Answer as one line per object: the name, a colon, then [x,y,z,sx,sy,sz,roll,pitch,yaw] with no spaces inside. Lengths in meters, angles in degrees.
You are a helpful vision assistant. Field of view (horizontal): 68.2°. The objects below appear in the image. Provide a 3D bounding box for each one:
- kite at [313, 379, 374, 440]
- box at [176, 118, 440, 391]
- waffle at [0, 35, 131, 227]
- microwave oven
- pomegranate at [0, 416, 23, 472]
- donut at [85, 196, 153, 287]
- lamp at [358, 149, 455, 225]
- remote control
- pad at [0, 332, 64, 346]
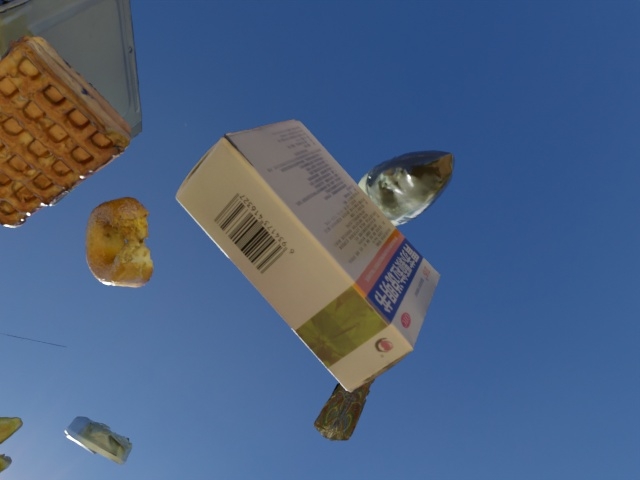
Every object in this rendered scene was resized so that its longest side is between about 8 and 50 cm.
kite: [0.086,0.263,0.941,0.286,0.015,0.152,-57,-41,-13]
box: [0.000,0.000,0.586,0.106,0.200,0.299,-41,-90,29]
waffle: [-0.238,-0.082,0.377,0.148,0.042,0.102,-28,-54,17]
microwave oven: [-0.427,-0.258,0.584,0.354,0.219,0.286,24,-43,6]
pomegranate: [-0.374,0.196,0.358,0.210,0.263,0.211,-1,-94,16]
donut: [-0.239,0.004,0.551,0.043,0.097,0.108,-6,-93,-55]
lamp: [0.115,-0.074,0.712,0.101,0.250,0.101,6,-103,-25]
remote control: [-0.426,0.380,0.906,0.104,0.247,0.052,40,-122,-19]
pad: [-0.612,0.106,0.773,0.375,0.315,0.063,11,-109,1]
